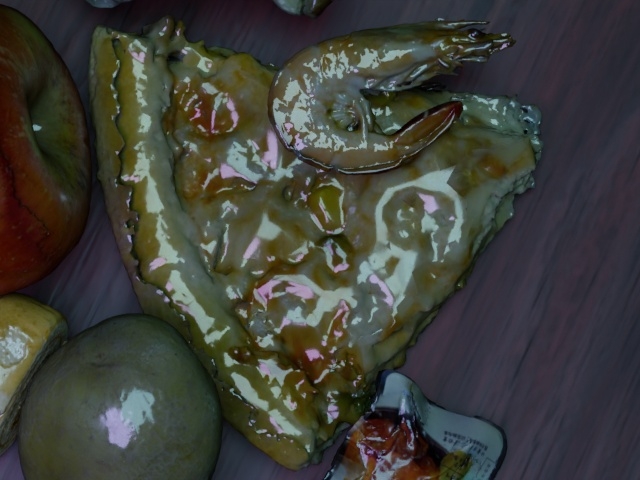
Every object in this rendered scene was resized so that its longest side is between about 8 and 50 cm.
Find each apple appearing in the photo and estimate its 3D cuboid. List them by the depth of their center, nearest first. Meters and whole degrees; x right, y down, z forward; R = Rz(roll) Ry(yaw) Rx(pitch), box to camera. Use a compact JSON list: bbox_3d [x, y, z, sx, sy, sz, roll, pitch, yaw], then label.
[{"bbox_3d":[-0.324,-0.082,1.718,0.206,0.251,0.272,-14,99,12],"label":"apple"}]

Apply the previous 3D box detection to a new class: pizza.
[{"bbox_3d":[-0.031,0.011,1.794,0.435,0.080,0.392,11,82,1],"label":"pizza"}]

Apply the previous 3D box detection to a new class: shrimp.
[{"bbox_3d":[0.069,-0.134,1.762,0.236,0.053,0.133,-16,72,-6],"label":"shrimp"}]

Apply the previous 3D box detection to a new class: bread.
[{"bbox_3d":[-0.291,0.118,1.751,0.073,0.122,0.149,28,81,6],"label":"bread"}]

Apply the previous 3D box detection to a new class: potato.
[{"bbox_3d":[-0.178,0.177,1.717,0.160,0.178,0.235,-4,115,-34],"label":"potato"}]

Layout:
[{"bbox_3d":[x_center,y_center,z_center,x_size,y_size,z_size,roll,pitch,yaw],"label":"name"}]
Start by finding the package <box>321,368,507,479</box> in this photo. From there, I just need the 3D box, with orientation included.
[{"bbox_3d":[0.067,0.240,1.759,0.166,0.040,0.232,36,79,-23],"label":"package"}]

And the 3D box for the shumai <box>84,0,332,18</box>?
[{"bbox_3d":[-0.107,-0.269,1.779,0.260,0.225,0.222,-31,102,11],"label":"shumai"}]
